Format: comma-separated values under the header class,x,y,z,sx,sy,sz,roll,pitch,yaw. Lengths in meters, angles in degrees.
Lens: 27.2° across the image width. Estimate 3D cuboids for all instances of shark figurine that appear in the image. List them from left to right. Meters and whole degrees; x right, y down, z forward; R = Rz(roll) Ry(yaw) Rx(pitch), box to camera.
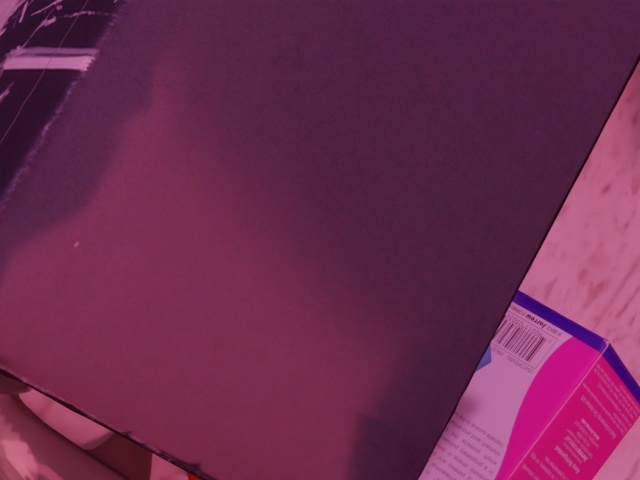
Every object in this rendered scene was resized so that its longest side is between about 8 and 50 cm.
class,x,y,z,sx,sy,sz,roll,pitch,yaw
shark figurine,-0.144,0.129,0.819,0.278,0.166,0.116,58,44,-25

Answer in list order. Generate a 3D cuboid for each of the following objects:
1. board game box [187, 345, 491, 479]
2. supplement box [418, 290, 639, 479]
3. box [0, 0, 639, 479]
class,x,y,z,sx,sy,sz,roll,pitch,yaw
board game box,0.000,0.000,0.876,0.242,0.064,0.316,-29,128,-27
supplement box,0.143,0.167,1.058,0.220,0.111,0.114,-50,136,-8
box,-0.038,-0.093,0.560,0.179,0.312,0.343,34,78,-28
